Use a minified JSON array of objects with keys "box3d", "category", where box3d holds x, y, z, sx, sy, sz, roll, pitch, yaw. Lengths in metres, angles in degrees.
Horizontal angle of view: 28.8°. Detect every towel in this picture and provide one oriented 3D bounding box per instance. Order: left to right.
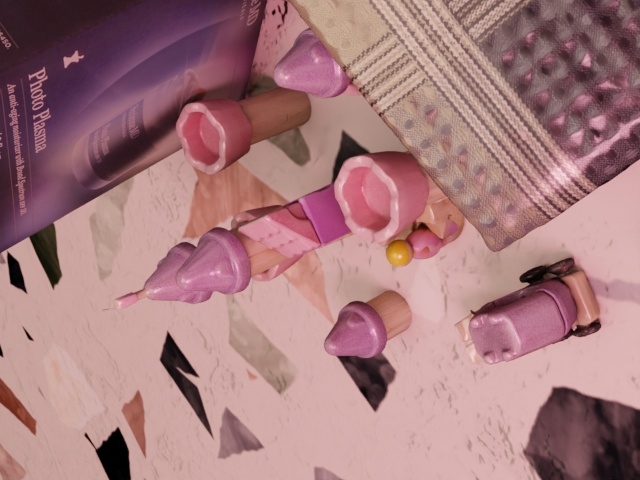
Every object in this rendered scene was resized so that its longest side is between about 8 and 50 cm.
[{"box3d":[0.134,-0.201,0.788,0.312,0.056,0.324,-38,90,24],"category":"towel"}]

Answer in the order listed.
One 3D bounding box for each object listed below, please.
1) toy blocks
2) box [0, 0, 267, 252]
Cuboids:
[{"box3d":[0.000,0.000,1.000,0.288,0.260,0.309,-22,92,51],"category":"toy blocks"},{"box3d":[-0.212,-0.176,1.068,0.183,0.294,0.296,51,157,13],"category":"box"}]
